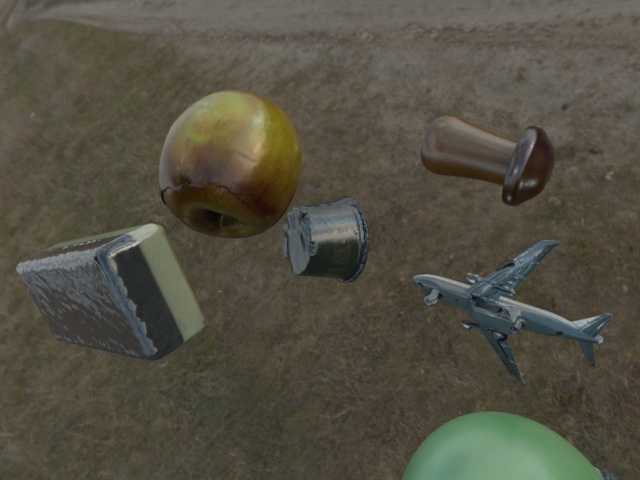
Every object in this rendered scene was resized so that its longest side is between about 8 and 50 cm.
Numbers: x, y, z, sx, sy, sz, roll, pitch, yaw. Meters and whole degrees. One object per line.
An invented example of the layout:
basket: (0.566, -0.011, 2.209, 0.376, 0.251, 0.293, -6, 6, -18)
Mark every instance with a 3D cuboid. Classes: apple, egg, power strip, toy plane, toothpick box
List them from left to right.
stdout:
power strip: (-0.218, 0.049, 0.500, 0.257, 0.105, 0.070, -6, 20, 44)
apple: (-0.095, -0.084, 0.566, 0.146, 0.163, 0.147, 8, 67, -3)
toothpick box: (0.405, -0.203, 1.218, 0.294, 0.192, 0.192, 24, 75, 28)
toy plane: (0.212, 0.080, 0.586, 0.226, 0.226, 0.058, 11, 40, 22)
egg: (0.182, 0.306, 0.484, 0.220, 0.220, 0.269, -19, 64, 32)

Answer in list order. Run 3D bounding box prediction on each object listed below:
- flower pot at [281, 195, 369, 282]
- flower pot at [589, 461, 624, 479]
flower pot: (0.000, 0.000, 0.877, 0.157, 0.107, 0.157, 12, 104, 60)
flower pot: (0.455, 0.566, 0.883, 0.299, 0.299, 0.283, -10, 30, 38)
